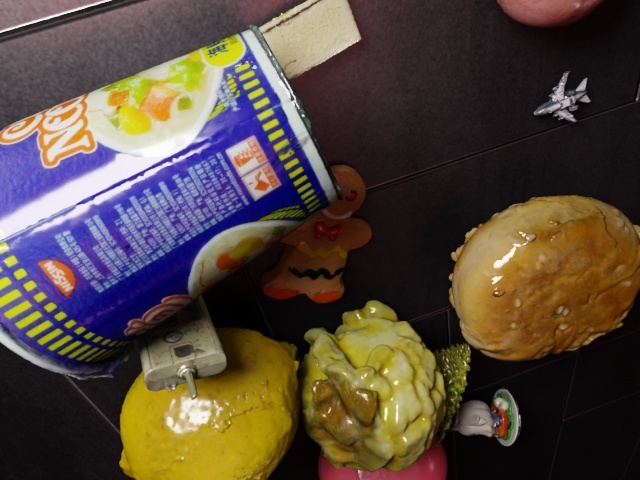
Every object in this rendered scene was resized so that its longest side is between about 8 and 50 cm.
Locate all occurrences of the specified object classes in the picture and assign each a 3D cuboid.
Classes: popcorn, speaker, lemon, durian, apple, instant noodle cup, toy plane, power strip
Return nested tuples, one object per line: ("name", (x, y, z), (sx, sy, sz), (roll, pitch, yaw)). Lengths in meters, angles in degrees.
("popcorn", (0.074, 0.251, 0.847), (0.237, 0.293, 0.293), (-39, 143, -40))
("speaker", (0.143, 0.521, 1.123), (0.294, 0.294, 0.294), (-10, 129, -12))
("lemon", (-0.159, 0.265, 0.766), (0.310, 0.253, 0.253), (-34, 131, -11))
("durian", (0.237, 0.275, 0.976), (0.095, 0.221, 0.137), (11, 117, 10))
("apple", (0.266, -0.315, 0.547), (0.153, 0.120, 0.153), (-10, 130, -12))
("instant noodle cup", (-0.155, -0.053, 0.510), (0.312, 0.284, 0.284), (-28, 130, 1))
("toy plane", (0.353, -0.203, 0.724), (0.083, 0.031, 0.079), (-26, 115, -1))
("power strip", (-0.186, 0.107, 0.628), (0.092, 0.268, 0.034), (-11, 121, -21))

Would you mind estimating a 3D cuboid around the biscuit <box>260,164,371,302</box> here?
("biscuit", (0.000, 0.000, 0.757), (0.165, 0.036, 0.250), (6, 124, -24))

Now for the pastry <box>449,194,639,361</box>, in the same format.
("pastry", (0.358, 0.053, 0.824), (0.315, 0.184, 0.284), (-18, 119, -5))

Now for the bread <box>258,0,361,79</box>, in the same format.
("bread", (-0.030, -0.228, 0.573), (0.153, 0.028, 0.068), (-29, 131, 4))

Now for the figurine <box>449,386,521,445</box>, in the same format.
("figurine", (0.370, 0.410, 1.166), (0.153, 0.132, 0.132), (5, 126, -7))
